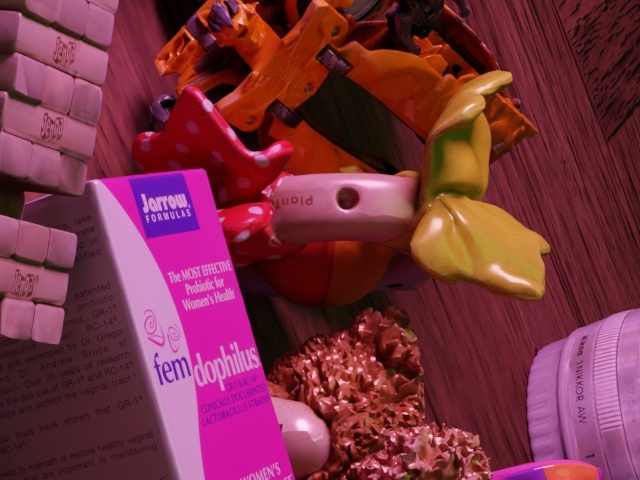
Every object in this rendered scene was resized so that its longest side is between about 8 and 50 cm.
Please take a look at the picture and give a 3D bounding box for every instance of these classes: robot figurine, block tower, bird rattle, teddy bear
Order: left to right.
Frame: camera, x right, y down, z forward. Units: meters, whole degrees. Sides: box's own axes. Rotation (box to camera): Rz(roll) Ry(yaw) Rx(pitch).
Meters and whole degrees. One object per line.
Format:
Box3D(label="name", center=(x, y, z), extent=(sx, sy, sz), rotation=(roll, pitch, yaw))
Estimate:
Box3D(label="block tower", center=(-0.143, -0.127, 0.816), extent=(0.091, 0.097, 0.335), rotation=(19, 78, -72))
Box3D(label="bird rattle", center=(0.000, 0.000, 1.062), extent=(0.207, 0.253, 0.143), rotation=(114, -35, -70))
Box3D(label="robot figurine", center=(0.011, -0.086, 1.154), extent=(0.291, 0.211, 0.085), rotation=(34, 13, -52))
Box3D(label="teddy bear", center=(0.023, 0.196, 0.976), extent=(0.113, 0.245, 0.338), rotation=(-4, 71, -19))

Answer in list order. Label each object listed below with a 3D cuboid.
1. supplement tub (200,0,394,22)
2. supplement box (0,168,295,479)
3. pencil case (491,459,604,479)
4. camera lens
Box3D(label="supplement tub", center=(-0.021, -0.199, 1.211), extent=(0.190, 0.117, 0.117), rotation=(5, 70, -62))
Box3D(label="supplement box", center=(-0.097, 0.085, 0.905), extent=(0.111, 0.114, 0.220), rotation=(-13, 85, -64))
Box3D(label="pencil case", center=(0.127, 0.237, 0.992), extent=(0.104, 0.104, 0.236), rotation=(21, 55, -58))
Box3D(label="camera lens", center=(0.334, 0.149, 1.512), extent=(0.219, 0.274, 0.219), rotation=(39, 42, -48))
